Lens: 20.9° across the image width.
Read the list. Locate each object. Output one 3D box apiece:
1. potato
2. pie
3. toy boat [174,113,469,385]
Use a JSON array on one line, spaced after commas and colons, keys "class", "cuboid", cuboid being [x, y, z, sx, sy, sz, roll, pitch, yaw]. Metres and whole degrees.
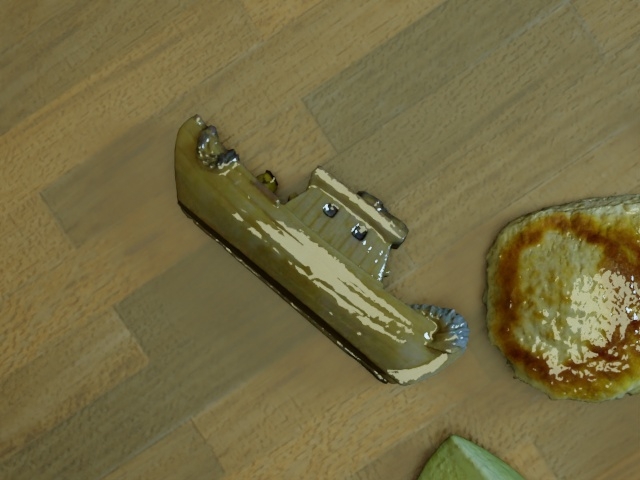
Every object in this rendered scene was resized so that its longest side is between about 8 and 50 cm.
[{"class": "potato", "cuboid": [0.129, 0.264, 1.562, 0.149, 0.081, 0.120, -48, 59, 17]}, {"class": "pie", "cuboid": [0.247, 0.051, 1.536, 0.205, 0.084, 0.179, -7, 90, 5]}, {"class": "toy boat", "cuboid": [0.000, 0.000, 1.543, 0.321, 0.089, 0.121, 40, 86, 3]}]
